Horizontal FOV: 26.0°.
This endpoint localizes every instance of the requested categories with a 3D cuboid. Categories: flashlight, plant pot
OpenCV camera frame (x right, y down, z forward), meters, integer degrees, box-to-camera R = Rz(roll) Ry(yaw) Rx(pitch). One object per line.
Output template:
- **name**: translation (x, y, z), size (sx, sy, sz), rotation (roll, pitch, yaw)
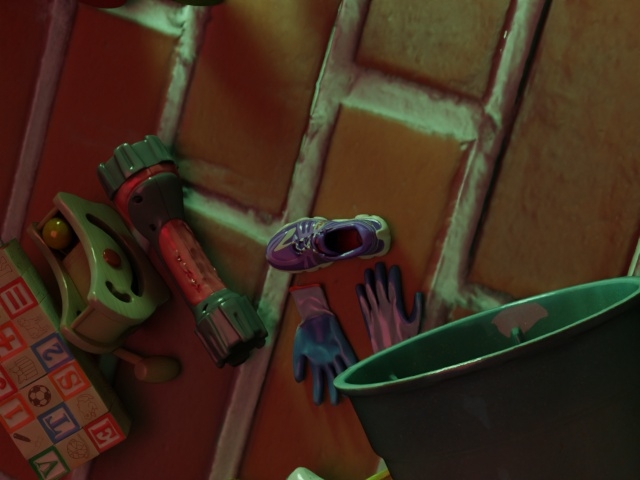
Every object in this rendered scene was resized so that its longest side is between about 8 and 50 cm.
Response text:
- **flashlight**: translation (-0.172, 0.012, 1.762), size (0.103, 0.103, 0.304), rotation (-40, 72, 23)
- **plant pot**: translation (0.225, 0.248, 1.431), size (0.341, 0.341, 0.334), rotation (-17, 92, 30)

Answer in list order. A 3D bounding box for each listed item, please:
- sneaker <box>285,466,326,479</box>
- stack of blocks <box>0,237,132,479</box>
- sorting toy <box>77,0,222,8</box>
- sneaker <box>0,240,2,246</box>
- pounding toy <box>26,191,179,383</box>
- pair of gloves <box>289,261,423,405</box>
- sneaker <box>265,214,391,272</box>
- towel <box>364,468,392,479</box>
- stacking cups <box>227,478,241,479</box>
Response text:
- **sneaker**: translation (0.089, 0.351, 1.643), size (0.297, 0.111, 0.129), rotation (32, 96, 18)
- **stack of blocks**: translation (-0.400, 0.169, 1.820), size (0.171, 0.087, 0.297), rotation (-31, 100, 3)
- **sorting toy**: translation (-0.183, -0.382, 1.766), size (0.365, 0.127, 0.126), rotation (3, 65, 27)
- **sneaker**: translation (-0.518, 0.051, 1.940), size (0.104, 0.147, 0.296), rotation (-40, 72, 28)
- **pounding toy**: translation (-0.306, 0.085, 1.813), size (0.155, 0.154, 0.269), rotation (-44, 71, 25)
- **pair of gloves**: translation (0.043, 0.115, 1.688), size (0.198, 0.023, 0.159), rotation (-15, 85, 31)
- **sneaker**: translation (0.000, 0.000, 1.678), size (0.170, 0.071, 0.068), rotation (-13, 86, 31)
- **towel**: translation (0.107, 0.376, 1.568), size (0.102, 0.021, 0.237), rotation (-28, 74, 10)
- **stacking cups**: translation (-0.208, 0.419, 1.809), size (0.316, 0.096, 0.096), rotation (-34, 76, 27)
